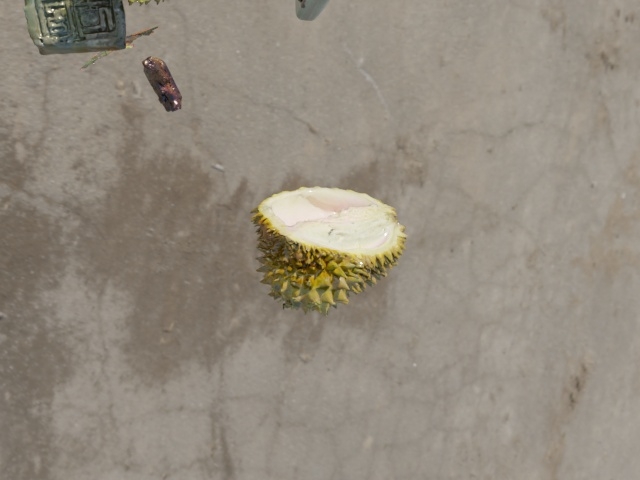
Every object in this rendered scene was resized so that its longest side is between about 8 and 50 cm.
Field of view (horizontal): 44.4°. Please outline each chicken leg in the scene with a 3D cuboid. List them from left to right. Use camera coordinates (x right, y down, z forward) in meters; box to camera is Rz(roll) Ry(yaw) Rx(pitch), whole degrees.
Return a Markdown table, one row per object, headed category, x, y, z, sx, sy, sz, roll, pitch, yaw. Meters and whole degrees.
| category | x | y | z | sx | sy | sz | roll | pitch | yaw |
| --- | --- | --- | --- | --- | --- | --- | --- | --- | --- |
| chicken leg | -0.326 | -0.329 | 1.606 | 0.048 | 0.089 | 0.219 | -31 | 158 | -7 |

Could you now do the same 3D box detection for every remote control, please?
| category | x | y | z | sx | sy | sz | roll | pitch | yaw |
| --- | --- | --- | --- | --- | --- | --- | --- | --- | --- |
| remote control | -0.003 | -0.477 | 1.351 | 0.056 | 0.296 | 0.140 | 5 | 92 | -10 |

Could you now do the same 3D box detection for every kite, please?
| category | x | y | z | sx | sy | sz | roll | pitch | yaw |
| --- | --- | --- | --- | --- | --- | --- | --- | --- | --- |
| kite | -0.517 | -0.490 | 1.995 | 0.241 | 0.183 | 0.014 | -36 | 121 | -23 |

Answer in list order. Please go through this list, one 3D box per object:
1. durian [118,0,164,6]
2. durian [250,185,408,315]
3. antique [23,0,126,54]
| category | x | y | z | sx | sy | sz | roll | pitch | yaw |
| --- | --- | --- | --- | --- | --- | --- | --- | --- | --- |
| durian | -0.280 | -0.460 | 1.151 | 0.237 | 0.138 | 0.193 | -18 | 142 | -59 |
| durian | 0.005 | 0.011 | 1.040 | 0.249 | 0.183 | 0.138 | -26 | 118 | -45 |
| antique | -0.409 | -0.389 | 1.336 | 0.150 | 0.284 | 0.125 | -7 | 107 | -11 |
